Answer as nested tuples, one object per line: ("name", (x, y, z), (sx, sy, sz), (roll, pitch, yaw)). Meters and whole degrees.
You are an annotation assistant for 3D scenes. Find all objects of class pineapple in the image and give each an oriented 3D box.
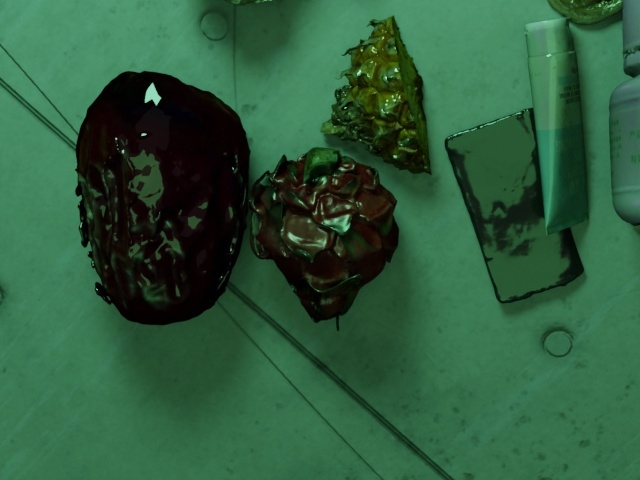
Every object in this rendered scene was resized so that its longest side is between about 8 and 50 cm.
("pineapple", (0.071, -0.197, 1.443), (0.164, 0.140, 0.249), (-5, 106, 8))

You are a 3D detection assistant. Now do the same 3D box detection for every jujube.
("jujube", (-0.233, -0.070, 1.457), (0.259, 0.258, 0.376), (5, 110, 4))

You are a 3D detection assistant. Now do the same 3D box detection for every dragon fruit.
("dragon fruit", (0.000, 0.000, 1.463), (0.234, 0.233, 0.293), (13, 116, 2))

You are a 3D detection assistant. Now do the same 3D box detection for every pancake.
("pancake", (0.395, -0.391, 1.421), (0.152, 0.025, 0.151), (1, 102, 6))

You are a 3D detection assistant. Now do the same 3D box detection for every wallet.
("wallet", (0.301, -0.050, 1.508), (0.146, 0.030, 0.285), (-19, 102, 6))

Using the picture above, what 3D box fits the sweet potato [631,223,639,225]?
("sweet potato", (0.516, -0.052, 1.477), (0.117, 0.049, 0.049), (-14, 101, 9))

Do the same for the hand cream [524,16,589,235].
("hand cream", (0.353, -0.168, 1.445), (0.070, 0.111, 0.312), (1, 105, 48))

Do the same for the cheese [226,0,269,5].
("cheese", (-0.084, -0.464, 1.366), (0.266, 0.127, 0.233), (-43, 72, 10))

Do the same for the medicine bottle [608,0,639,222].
("medicine bottle", (0.525, -0.187, 1.331), (0.256, 0.256, 0.324), (-2, 89, 6))
